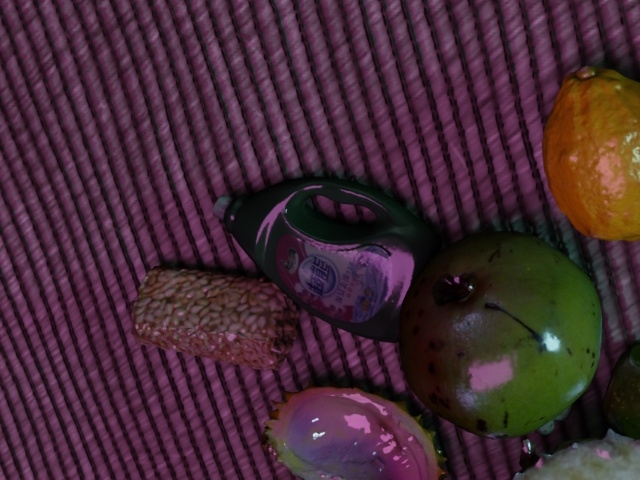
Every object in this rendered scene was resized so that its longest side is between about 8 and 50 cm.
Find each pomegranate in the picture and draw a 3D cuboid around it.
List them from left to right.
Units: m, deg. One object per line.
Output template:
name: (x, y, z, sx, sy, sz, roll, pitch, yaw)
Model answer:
pomegranate: (0.169, 0.082, 1.280, 0.179, 0.210, 0.179, -5, 81, 36)

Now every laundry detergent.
laundry detergent: (0.000, 0.000, 1.358, 0.210, 0.063, 0.137, 27, 118, 12)

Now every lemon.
lemon: (0.235, -0.069, 1.192, 0.114, 0.114, 0.155, -13, 105, 28)

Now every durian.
durian: (0.041, 0.229, 1.414, 0.182, 0.132, 0.165, 14, 109, 29)

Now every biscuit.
biscuit: (-0.103, 0.074, 1.429, 0.168, 0.082, 0.070, 7, 143, 19)

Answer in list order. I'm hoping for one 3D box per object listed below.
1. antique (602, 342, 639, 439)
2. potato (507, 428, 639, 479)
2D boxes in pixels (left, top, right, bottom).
antique: (0.355, 0.159, 1.274, 0.220, 0.080, 0.081, 14, 121, 16)
potato: (0.247, 0.330, 1.325, 0.289, 0.237, 0.301, -44, 79, 0)
